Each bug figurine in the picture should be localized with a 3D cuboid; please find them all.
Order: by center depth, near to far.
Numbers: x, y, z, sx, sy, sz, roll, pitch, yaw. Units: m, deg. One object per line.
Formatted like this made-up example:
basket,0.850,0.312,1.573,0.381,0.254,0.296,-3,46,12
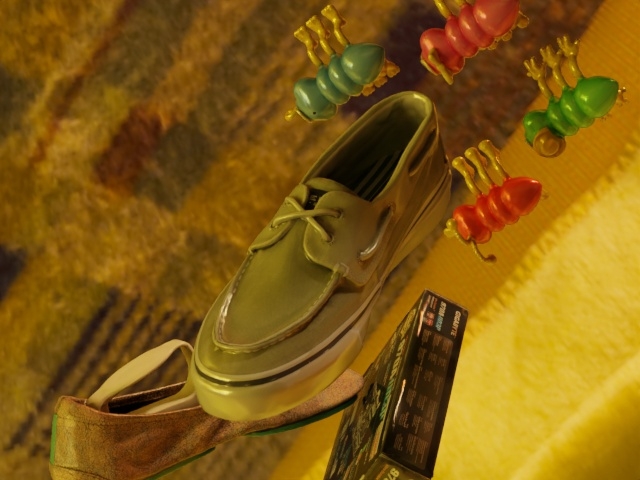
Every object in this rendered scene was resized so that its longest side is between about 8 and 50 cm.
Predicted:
bug figurine,0.117,-0.104,1.044,0.279,0.072,0.216,36,124,-25

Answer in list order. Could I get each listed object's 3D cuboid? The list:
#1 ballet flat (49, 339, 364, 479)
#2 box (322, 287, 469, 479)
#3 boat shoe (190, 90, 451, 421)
ballet flat,-0.091,0.131,1.116,0.316,0.107,0.106,-17,102,-38
box,0.057,0.173,1.141,0.051,0.220,0.175,27,128,-5
boat shoe,0.000,0.000,0.890,0.302,0.109,0.094,-52,143,-43
